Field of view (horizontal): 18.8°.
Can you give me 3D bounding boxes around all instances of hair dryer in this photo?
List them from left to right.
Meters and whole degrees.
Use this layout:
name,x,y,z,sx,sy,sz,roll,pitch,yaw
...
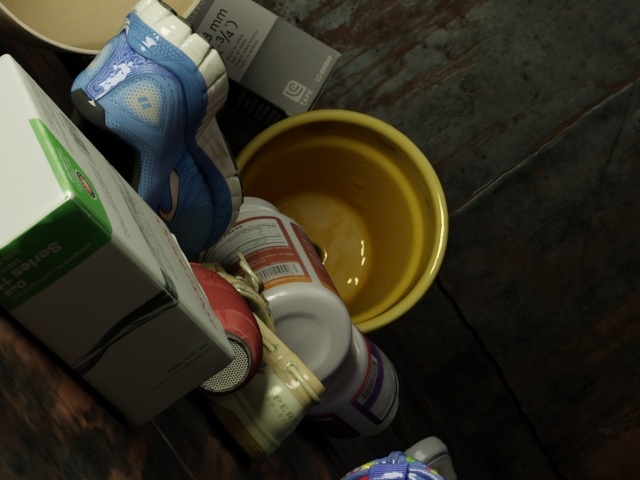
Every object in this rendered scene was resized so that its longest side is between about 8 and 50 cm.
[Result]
name,x,y,z,sx,sy,sz,roll,pitch,yaw
hair dryer,-0.127,0.024,1.517,0.224,0.080,0.293,56,4,17

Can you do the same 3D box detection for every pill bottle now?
name,x,y,z,sx,sy,sz,roll,pitch,yaw
pill bottle,-0.052,0.046,1.895,0.121,0.121,0.216,53,5,-32
pill bottle,0.020,0.147,2.012,0.108,0.108,0.193,57,4,24

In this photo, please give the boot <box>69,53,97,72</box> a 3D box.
name,x,y,z,sx,sy,sz,roll,pitch,yaw
boot,-0.233,-0.199,2.059,0.244,0.088,0.176,48,-1,41

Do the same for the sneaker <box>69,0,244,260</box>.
name,x,y,z,sx,sy,sz,roll,pitch,yaw
sneaker,-0.160,-0.069,1.656,0.130,0.147,0.330,41,-20,23

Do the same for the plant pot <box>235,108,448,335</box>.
name,x,y,z,sx,sy,sz,roll,pitch,yaw
plant pot,0.000,0.000,2.192,0.254,0.254,0.239,56,-12,5

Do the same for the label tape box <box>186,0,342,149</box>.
name,x,y,z,sx,sy,sz,roll,pitch,yaw
label tape box,-0.161,-0.233,2.273,0.333,0.106,0.240,31,-16,-4

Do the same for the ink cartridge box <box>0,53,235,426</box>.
name,x,y,z,sx,sy,sz,roll,pitch,yaw
ink cartridge box,-0.159,0.004,1.251,0.208,0.087,0.153,50,6,-46

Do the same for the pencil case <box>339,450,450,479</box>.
name,x,y,z,sx,sy,sz,roll,pitch,yaw
pencil case,0.086,0.263,1.743,0.306,0.119,0.133,43,42,-73

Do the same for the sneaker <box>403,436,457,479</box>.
name,x,y,z,sx,sy,sz,roll,pitch,yaw
sneaker,0.131,0.292,2.221,0.091,0.094,0.258,52,2,20

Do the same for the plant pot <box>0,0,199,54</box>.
name,x,y,z,sx,sy,sz,roll,pitch,yaw
plant pot,-0.249,-0.298,1.692,0.191,0.284,0.284,1,-44,50

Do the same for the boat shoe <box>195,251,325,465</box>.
name,x,y,z,sx,sy,sz,roll,pitch,yaw
boat shoe,-0.060,0.090,1.670,0.104,0.089,0.285,52,5,-31

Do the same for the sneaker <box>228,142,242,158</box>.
name,x,y,z,sx,sy,sz,roll,pitch,yaw
sneaker,-0.141,-0.098,2.291,0.085,0.086,0.237,58,6,20
